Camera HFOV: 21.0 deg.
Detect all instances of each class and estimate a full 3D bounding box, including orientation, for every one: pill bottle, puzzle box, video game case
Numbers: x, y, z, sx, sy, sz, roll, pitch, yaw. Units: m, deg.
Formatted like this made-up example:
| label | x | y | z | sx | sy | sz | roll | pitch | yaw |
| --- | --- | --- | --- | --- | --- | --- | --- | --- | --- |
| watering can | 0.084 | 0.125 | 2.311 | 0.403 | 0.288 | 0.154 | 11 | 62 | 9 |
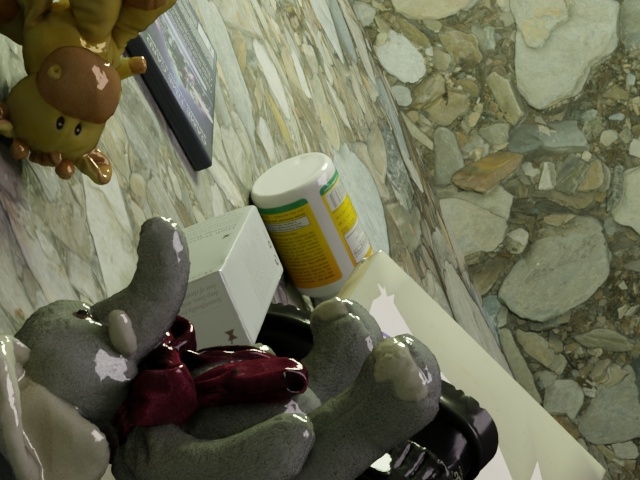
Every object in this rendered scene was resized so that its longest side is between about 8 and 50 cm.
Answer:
| label | x | y | z | sx | sy | sz | roll | pitch | yaw |
| --- | --- | --- | --- | --- | --- | --- | --- | --- | --- |
| pill bottle | 0.000 | 0.000 | 2.269 | 0.117 | 0.117 | 0.208 | -86 | 153 | -63 |
| puzzle box | 0.142 | 0.237 | 2.028 | 0.409 | 0.052 | 0.272 | 45 | 49 | -11 |
| video game case | -0.178 | -0.233 | 2.087 | 0.274 | 0.026 | 0.196 | -91 | 158 | -55 |

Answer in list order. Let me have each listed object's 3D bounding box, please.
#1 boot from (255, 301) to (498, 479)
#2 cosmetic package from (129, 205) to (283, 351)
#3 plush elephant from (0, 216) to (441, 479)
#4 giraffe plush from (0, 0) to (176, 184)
| label | x | y | z | sx | sy | sz | roll | pitch | yaw |
| --- | --- | --- | --- | --- | --- | --- | --- | --- | --- |
| boot | -0.027 | 0.205 | 1.688 | 0.260 | 0.348 | 0.131 | -42 | 139 | -38 |
| cosmetic package | -0.115 | 0.048 | 1.678 | 0.231 | 0.117 | 0.085 | -71 | 139 | -74 |
| plush elephant | -0.116 | 0.110 | 1.294 | 0.255 | 0.330 | 0.272 | 44 | 4 | -11 |
| giraffe plush | -0.223 | -0.149 | 1.494 | 0.210 | 0.181 | 0.170 | 110 | -14 | -50 |
